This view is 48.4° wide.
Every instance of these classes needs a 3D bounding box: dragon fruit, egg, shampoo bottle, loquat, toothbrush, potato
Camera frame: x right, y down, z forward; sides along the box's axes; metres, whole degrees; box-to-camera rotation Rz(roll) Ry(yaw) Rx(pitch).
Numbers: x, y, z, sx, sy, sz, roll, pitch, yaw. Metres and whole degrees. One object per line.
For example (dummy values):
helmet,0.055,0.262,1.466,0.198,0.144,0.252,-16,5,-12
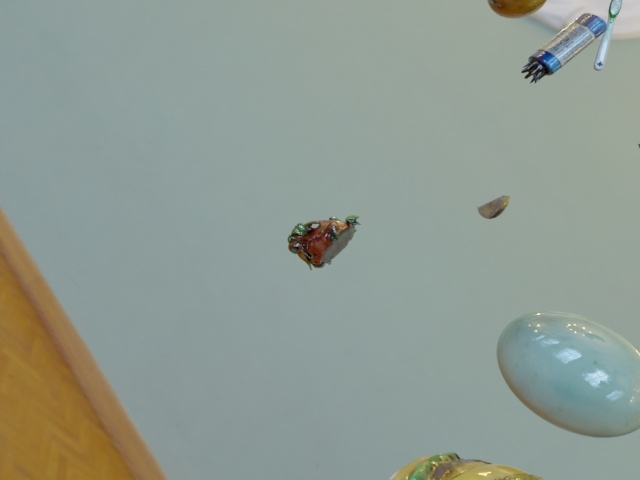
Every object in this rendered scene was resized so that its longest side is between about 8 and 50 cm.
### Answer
dragon fruit,0.000,0.000,1.663,0.175,0.142,0.138,13,-28,15
egg,0.617,0.321,1.740,0.389,0.276,0.276,29,-7,24
shampoo bottle,0.505,-0.402,1.497,0.050,0.183,0.087,50,2,-30
loquat,0.406,-0.524,1.459,0.141,0.141,0.141,50,2,-2
toothbrush,0.725,-0.570,1.757,0.030,0.303,0.030,14,7,-2
potato,0.364,-0.064,1.468,0.093,0.037,0.036,149,-59,-66

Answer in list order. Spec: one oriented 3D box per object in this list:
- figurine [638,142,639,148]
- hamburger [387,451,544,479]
figurine,0.872,-0.245,1.652,0.141,0.237,0.162,119,-42,-72
hamburger,0.259,0.570,1.286,0.395,0.395,0.277,49,-29,-18
